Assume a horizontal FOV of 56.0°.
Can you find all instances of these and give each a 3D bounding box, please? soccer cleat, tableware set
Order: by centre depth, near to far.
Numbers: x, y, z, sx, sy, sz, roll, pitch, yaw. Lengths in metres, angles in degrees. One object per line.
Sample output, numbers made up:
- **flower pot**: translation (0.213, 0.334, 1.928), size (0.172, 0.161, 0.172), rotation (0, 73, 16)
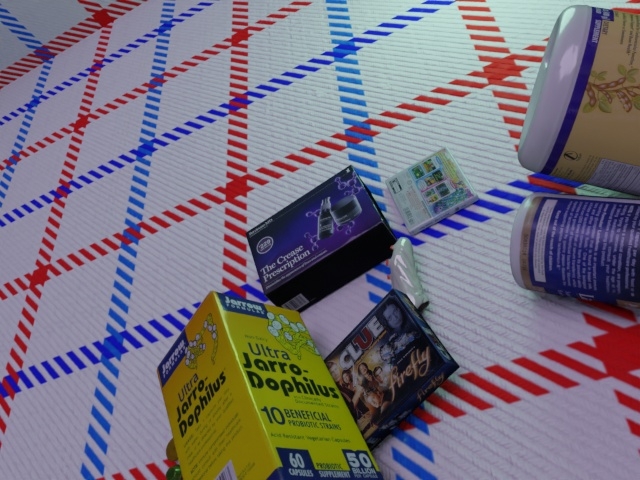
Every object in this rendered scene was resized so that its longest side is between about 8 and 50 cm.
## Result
- **soccer cleat**: translation (0.153, 0.086, 1.042), size (0.076, 0.068, 0.196), rotation (-4, 63, 26)
- **tableware set**: translation (-0.241, 0.370, 1.116), size (0.104, 0.024, 0.154), rotation (-19, 50, 25)

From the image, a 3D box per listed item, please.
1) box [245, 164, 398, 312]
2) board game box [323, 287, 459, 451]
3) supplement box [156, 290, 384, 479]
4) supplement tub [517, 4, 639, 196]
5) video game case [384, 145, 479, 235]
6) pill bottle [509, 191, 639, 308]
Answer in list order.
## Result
- **box**: translation (0.000, 0.000, 1.181), size (0.261, 0.103, 0.184), rotation (-33, 43, 9)
- **board game box**: translation (0.083, 0.217, 0.956), size (0.243, 0.042, 0.165), rotation (-49, 43, 15)
- **supplement box**: translation (-0.092, 0.278, 0.925), size (0.195, 0.194, 0.356), rotation (-53, 42, 20)
- **supplement tub**: translation (0.471, -0.179, 0.843), size (0.331, 0.241, 0.241), rotation (15, 64, 12)
- **video game case**: translation (0.212, -0.099, 1.171), size (0.143, 0.019, 0.157), rotation (-29, 45, 12)
- **pill bottle**: translation (0.420, 0.015, 0.852), size (0.264, 0.153, 0.153), rotation (8, 63, 38)
